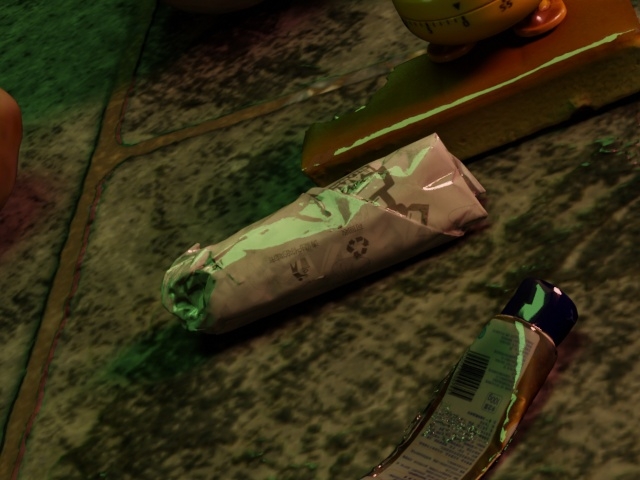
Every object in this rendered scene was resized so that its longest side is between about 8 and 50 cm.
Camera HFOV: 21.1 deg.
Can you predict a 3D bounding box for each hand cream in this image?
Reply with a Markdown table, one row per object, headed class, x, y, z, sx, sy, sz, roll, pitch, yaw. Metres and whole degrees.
| class | x | y | z | sx | sy | sz | roll | pitch | yaw |
| --- | --- | --- | --- | --- | --- | --- | --- | --- | --- |
| hand cream | 0.072 | 0.087 | 0.873 | 0.062 | 0.039 | 0.163 | 19 | 61 | 47 |

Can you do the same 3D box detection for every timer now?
| class | x | y | z | sx | sy | sz | roll | pitch | yaw |
| --- | --- | --- | --- | --- | --- | --- | --- | --- | --- |
| timer | 0.089 | -0.173 | 1.058 | 0.107 | 0.109 | 0.107 | -21 | 31 | 13 |

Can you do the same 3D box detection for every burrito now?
| class | x | y | z | sx | sy | sz | roll | pitch | yaw |
| --- | --- | --- | --- | --- | --- | --- | --- | --- | --- |
| burrito | 0.000 | -0.001 | 1.023 | 0.203 | 0.064 | 0.064 | -24 | 32 | 4 |

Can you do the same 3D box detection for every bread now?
| class | x | y | z | sx | sy | sz | roll | pitch | yaw |
| --- | --- | --- | --- | --- | --- | --- | --- | --- | --- |
| bread | 0.097 | -0.093 | 1.090 | 0.226 | 0.049 | 0.088 | -21 | 33 | 13 |

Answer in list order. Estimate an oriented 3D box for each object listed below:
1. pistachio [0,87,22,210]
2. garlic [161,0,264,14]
| class | x | y | z | sx | sy | sz | roll | pitch | yaw |
| --- | --- | --- | --- | --- | --- | --- | --- | --- | --- |
| pistachio | -0.349 | -0.036 | 1.242 | 0.288 | 0.166 | 0.197 | -29 | 8 | 6 |
| garlic | -0.090 | -0.326 | 1.334 | 0.259 | 0.317 | 0.317 | -21 | 33 | 18 |
